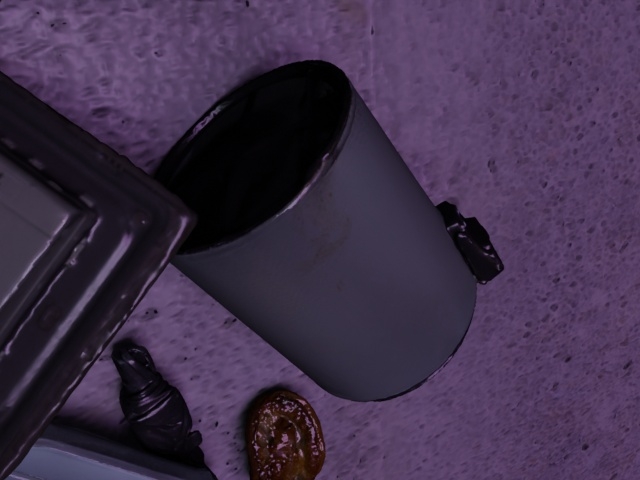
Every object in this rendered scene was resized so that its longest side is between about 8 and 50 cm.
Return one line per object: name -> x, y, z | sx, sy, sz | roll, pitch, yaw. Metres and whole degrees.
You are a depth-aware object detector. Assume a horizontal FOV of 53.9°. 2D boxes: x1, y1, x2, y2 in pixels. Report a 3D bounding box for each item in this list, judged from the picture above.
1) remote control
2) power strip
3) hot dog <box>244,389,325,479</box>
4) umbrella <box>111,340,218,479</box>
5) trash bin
remote control -> -0.210, 0.249, 0.634 | 0.247, 0.052, 0.104 | 29, 113, -23
power strip -> -0.261, 0.006, 0.442 | 0.257, 0.092, 0.251 | 35, 81, 1
hot dog -> -0.047, 0.255, 0.780 | 0.099, 0.065, 0.147 | -8, 116, -21
umbrella -> -0.171, 0.207, 0.680 | 0.066, 0.059, 0.236 | -40, 130, -36
trash bin -> 0.000, 0.000, 0.605 | 0.277, 0.217, 0.262 | -31, 129, 13
